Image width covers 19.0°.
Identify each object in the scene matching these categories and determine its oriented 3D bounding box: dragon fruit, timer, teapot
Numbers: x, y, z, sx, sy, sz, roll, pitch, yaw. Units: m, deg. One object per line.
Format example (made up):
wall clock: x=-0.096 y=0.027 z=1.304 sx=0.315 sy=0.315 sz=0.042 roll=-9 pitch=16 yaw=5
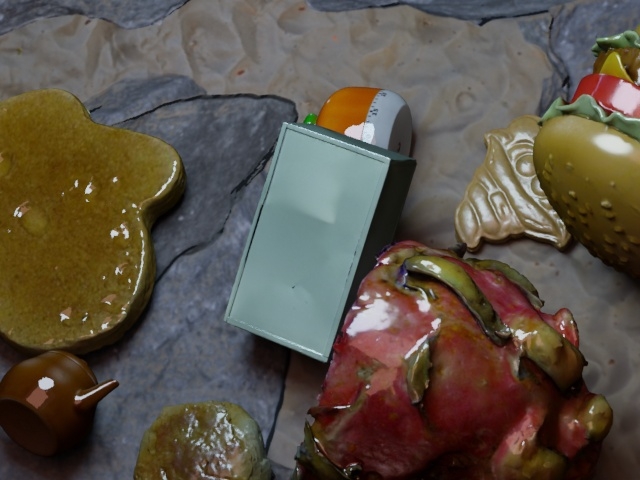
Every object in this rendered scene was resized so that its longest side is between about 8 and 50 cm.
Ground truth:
dragon fruit: x=0.156 y=0.152 z=1.860 sx=0.262 sy=0.296 sz=0.314 roll=20 pitch=81 yaw=18
timer: x=0.033 y=-0.108 z=2.115 sx=0.136 sy=0.099 sz=0.136 roll=-12 pitch=52 yaw=16
teapot: x=-0.291 y=0.167 z=2.072 sx=0.173 sy=0.116 sz=0.116 roll=-3 pitch=63 yaw=41

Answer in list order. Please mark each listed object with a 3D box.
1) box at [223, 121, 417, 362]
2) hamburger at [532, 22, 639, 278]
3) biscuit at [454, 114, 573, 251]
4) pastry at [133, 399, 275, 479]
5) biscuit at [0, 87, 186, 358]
box: x=0.000 y=0.000 z=2.028 sx=0.129 sy=0.086 sz=0.225 roll=21 pitch=100 yaw=22
hamburger: x=0.341 y=-0.073 z=1.921 sx=0.274 sy=0.274 sz=0.212 roll=37 pitch=76 yaw=25
biscuit: x=0.248 y=-0.076 z=2.083 sx=0.250 sy=0.035 sz=0.162 roll=-39 pitch=68 yaw=-7
pastry: x=-0.125 y=0.237 z=2.004 sx=0.153 sy=0.081 sz=0.153 roll=-5 pitch=70 yaw=13
biscuit: x=-0.287 y=-0.031 z=2.178 sx=0.287 sy=0.057 sz=0.344 roll=-30 pitch=62 yaw=0
